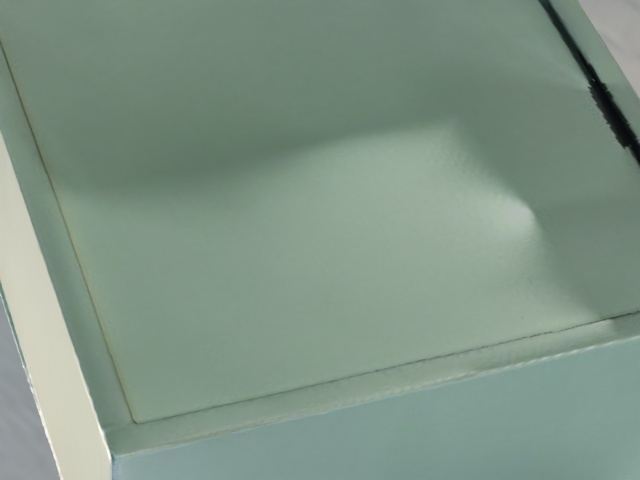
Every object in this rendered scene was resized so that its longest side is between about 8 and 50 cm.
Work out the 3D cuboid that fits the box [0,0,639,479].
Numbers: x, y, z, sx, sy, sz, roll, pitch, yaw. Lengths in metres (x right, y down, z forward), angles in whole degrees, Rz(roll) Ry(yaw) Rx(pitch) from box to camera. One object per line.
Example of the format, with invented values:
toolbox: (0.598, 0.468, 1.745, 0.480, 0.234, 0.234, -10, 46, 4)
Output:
box: (0.000, 0.000, 0.711, 0.117, 0.225, 0.225, 98, 155, -48)
